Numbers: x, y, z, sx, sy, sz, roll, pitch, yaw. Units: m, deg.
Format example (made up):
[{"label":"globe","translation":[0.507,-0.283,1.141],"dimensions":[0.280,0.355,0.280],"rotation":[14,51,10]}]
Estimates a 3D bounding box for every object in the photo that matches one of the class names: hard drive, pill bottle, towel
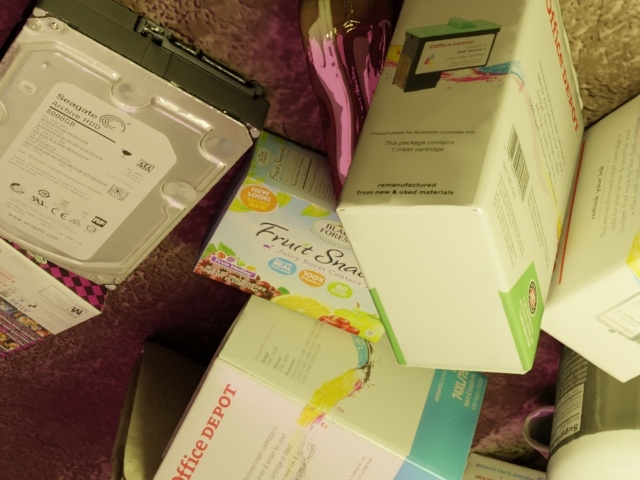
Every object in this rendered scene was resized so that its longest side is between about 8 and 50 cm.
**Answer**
[{"label":"hard drive","translation":[-0.228,-0.091,1.503],"dimensions":[0.237,0.064,0.339],"rotation":[29,139,-18]},{"label":"pill bottle","translation":[0.305,0.181,1.454],"dimensions":[0.176,0.318,0.176],"rotation":[8,142,7]},{"label":"towel","translation":[-0.133,0.233,1.709],"dimensions":[0.187,0.282,0.049],"rotation":[26,119,-13]}]

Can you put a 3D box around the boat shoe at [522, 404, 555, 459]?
[{"label":"boat shoe","translation":[0.340,0.215,1.613],"dimensions":[0.094,0.109,0.302],"rotation":[21,160,-37]}]

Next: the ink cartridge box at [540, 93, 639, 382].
[{"label":"ink cartridge box","translation":[0.295,-0.022,1.295],"dimensions":[0.119,0.207,0.353],"rotation":[33,140,-20]}]

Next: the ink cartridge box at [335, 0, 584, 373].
[{"label":"ink cartridge box","translation":[0.122,-0.064,1.245],"dimensions":[0.117,0.278,0.201],"rotation":[1,140,22]}]

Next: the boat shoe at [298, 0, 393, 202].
[{"label":"boat shoe","translation":[0.050,-0.105,1.355],"dimensions":[0.095,0.095,0.257],"rotation":[-9,130,6]}]

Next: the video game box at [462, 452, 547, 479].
[{"label":"video game box","translation":[0.287,0.333,1.818],"dimensions":[0.205,0.048,0.187],"rotation":[42,157,-31]}]

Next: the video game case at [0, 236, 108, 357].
[{"label":"video game case","translation":[-0.388,0.035,1.730],"dimensions":[0.210,0.042,0.232],"rotation":[-24,128,39]}]

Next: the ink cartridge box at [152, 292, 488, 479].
[{"label":"ink cartridge box","translation":[0.000,0.199,1.609],"dimensions":[0.270,0.197,0.198],"rotation":[28,122,-1]}]

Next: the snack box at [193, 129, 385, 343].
[{"label":"snack box","translation":[0.000,0.000,1.533],"dimensions":[0.207,0.070,0.174],"rotation":[22,141,-11]}]
